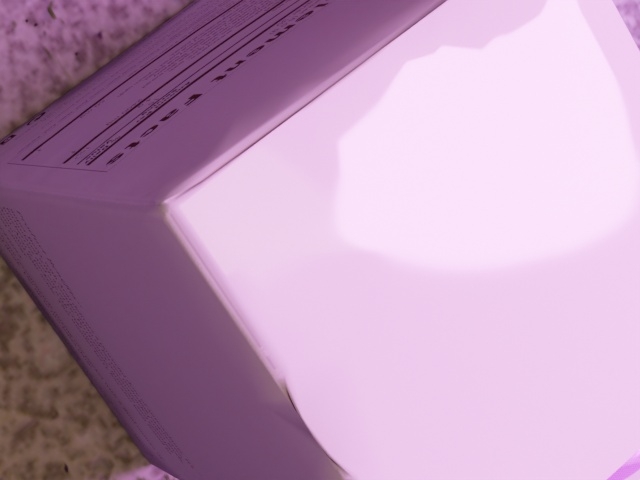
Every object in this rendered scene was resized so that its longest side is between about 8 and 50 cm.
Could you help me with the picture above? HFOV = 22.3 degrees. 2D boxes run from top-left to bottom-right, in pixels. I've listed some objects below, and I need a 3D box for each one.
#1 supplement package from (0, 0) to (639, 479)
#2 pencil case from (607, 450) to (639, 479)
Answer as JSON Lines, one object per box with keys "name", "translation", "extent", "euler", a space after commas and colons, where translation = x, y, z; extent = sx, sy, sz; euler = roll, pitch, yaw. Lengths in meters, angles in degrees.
{"name": "supplement package", "translation": [0.000, 0.000, 0.655], "extent": [0.175, 0.293, 0.177], "euler": [-38, 109, -18]}
{"name": "pencil case", "translation": [0.102, 0.105, 0.761], "extent": [0.086, 0.206, 0.088], "euler": [44, 70, -15]}
